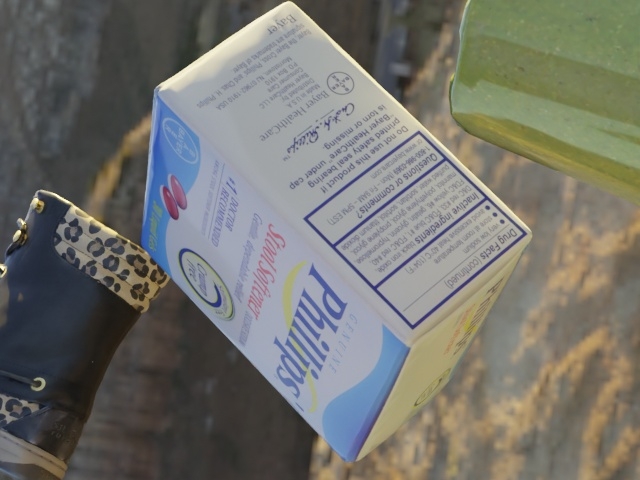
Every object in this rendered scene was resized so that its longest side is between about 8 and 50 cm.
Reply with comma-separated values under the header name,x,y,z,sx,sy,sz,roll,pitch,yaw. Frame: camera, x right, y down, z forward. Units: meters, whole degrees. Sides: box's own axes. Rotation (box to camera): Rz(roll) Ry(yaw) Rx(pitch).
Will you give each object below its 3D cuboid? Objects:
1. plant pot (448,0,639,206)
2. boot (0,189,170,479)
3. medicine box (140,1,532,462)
name,x,y,z,sx,sy,sz,roll,pitch,yaw
plant pot,0.217,-0.119,0.918,0.276,0.253,0.276,17,-90,-81
boot,-0.368,0.075,1.764,0.284,0.377,0.138,-58,-25,-11
medicine box,0.000,0.000,1.345,0.149,0.289,0.263,-37,-16,-25
